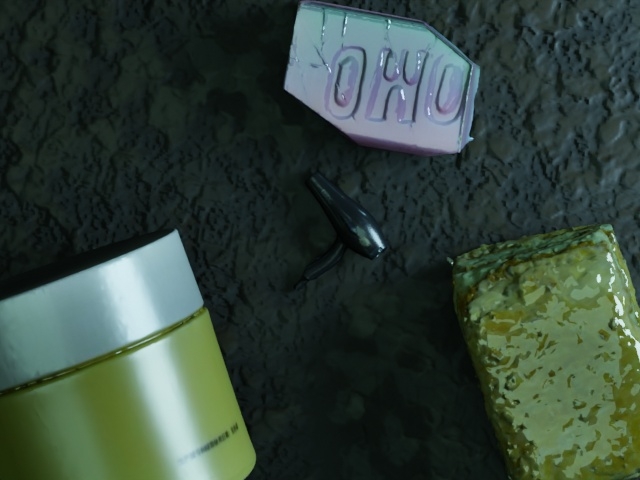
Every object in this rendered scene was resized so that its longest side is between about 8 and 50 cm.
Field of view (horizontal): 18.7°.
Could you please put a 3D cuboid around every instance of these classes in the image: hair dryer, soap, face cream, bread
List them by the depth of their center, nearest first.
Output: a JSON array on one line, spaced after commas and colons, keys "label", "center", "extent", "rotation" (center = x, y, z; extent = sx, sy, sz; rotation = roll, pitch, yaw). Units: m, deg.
[{"label": "face cream", "center": [-0.174, 0.111, 1.372], "extent": [0.218, 0.218, 0.179], "rotation": [-19, 95, 1]}, {"label": "bread", "center": [0.180, 0.091, 1.433], "extent": [0.138, 0.102, 0.196], "rotation": [-16, 93, -2]}, {"label": "soap", "center": [0.048, -0.117, 1.438], "extent": [0.149, 0.056, 0.100], "rotation": [11, 97, -1]}, {"label": "hair dryer", "center": [0.000, 0.000, 1.464], "extent": [0.083, 0.031, 0.079], "rotation": [-45, 83, 11]}]
